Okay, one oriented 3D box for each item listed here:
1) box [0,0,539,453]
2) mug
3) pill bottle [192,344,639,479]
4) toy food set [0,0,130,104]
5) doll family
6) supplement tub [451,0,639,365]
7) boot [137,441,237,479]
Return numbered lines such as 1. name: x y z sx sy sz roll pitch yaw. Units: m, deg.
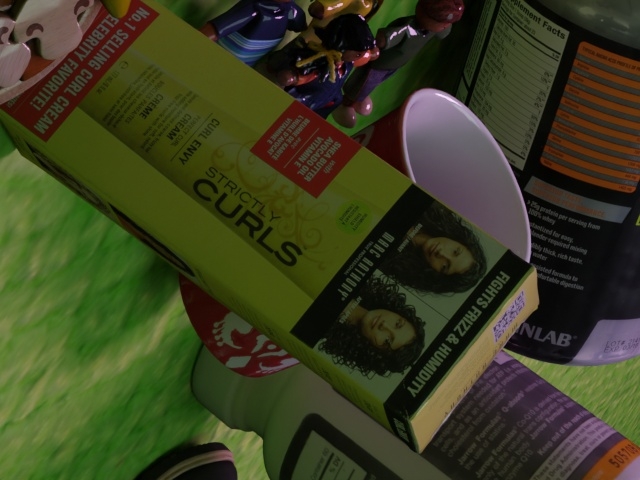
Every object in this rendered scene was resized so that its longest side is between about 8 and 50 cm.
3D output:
1. box: -0.025 -0.015 0.772 0.087 0.232 0.058 -49 161 -11
2. mug: 0.002 -0.006 0.989 0.169 0.150 0.113 -27 -139 32
3. pill bottle: 0.065 0.129 1.159 0.162 0.278 0.162 -45 159 -23
4. toy food set: -0.117 -0.092 0.622 0.192 0.038 0.132 -28 140 -23
5. doll family: 0.000 -0.102 0.921 0.111 0.076 0.193 -44 175 37
6. supplement tub: 0.183 -0.093 1.171 0.193 0.194 0.316 -31 146 -48
7. boot: -0.085 0.223 1.183 0.198 0.137 0.077 -36 154 -44
